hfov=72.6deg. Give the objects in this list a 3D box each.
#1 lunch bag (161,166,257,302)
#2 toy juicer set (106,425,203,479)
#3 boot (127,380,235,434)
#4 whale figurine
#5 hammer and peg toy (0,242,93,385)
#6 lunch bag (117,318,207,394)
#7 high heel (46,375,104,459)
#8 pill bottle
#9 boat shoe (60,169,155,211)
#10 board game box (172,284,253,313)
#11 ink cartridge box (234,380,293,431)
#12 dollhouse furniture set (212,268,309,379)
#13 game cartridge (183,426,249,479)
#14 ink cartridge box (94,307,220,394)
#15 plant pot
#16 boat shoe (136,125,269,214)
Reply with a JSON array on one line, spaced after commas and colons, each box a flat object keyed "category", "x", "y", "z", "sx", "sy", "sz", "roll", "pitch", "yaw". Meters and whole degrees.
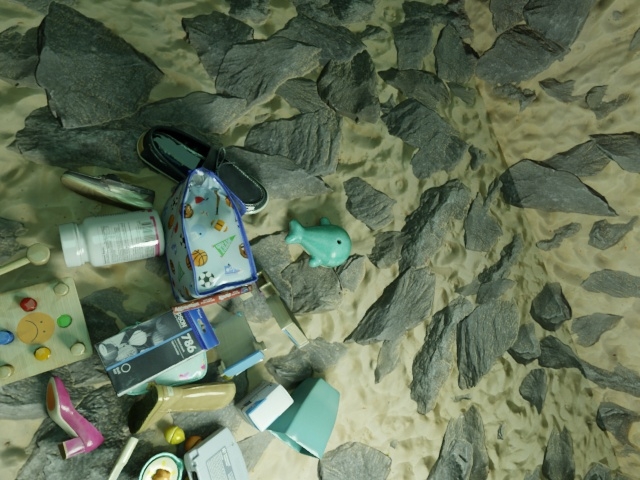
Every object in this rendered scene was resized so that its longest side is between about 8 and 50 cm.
[{"category": "lunch bag", "x": -0.384, "y": -0.013, "z": 1.426, "sx": 0.239, "sy": 0.328, "sz": 0.384, "roll": -14, "pitch": 85, "yaw": -33}, {"category": "toy juicer set", "x": -0.486, "y": 0.680, "z": 1.330, "sx": 0.329, "sy": 0.090, "sz": 0.209, "roll": 21, "pitch": 65, "yaw": -39}, {"category": "boot", "x": -0.445, "y": 0.537, "z": 1.405, "sx": 0.270, "sy": 0.236, "sz": 0.089, "roll": 16, "pitch": 40, "yaw": -45}, {"category": "whale figurine", "x": 0.000, "y": 0.000, "z": 1.721, "sx": 0.272, "sy": 0.141, "sz": 0.216, "roll": 23, "pitch": 71, "yaw": -20}, {"category": "hammer and peg toy", "x": -0.848, "y": 0.208, "z": 1.265, "sx": 0.266, "sy": 0.127, "sz": 0.360, "roll": -17, "pitch": 88, "yaw": -26}, {"category": "lunch bag", "x": -0.519, "y": 0.364, "z": 1.409, "sx": 0.280, "sy": 0.108, "sz": 0.223, "roll": -5, "pitch": 82, "yaw": -27}, {"category": "high heel", "x": -0.733, "y": 0.514, "z": 1.306, "sx": 0.117, "sy": 0.082, "sz": 0.243, "roll": -6, "pitch": 68, "yaw": -56}, {"category": "pill bottle", "x": -0.656, "y": -0.006, "z": 1.383, "sx": 0.284, "sy": 0.160, "sz": 0.160, "roll": -10, "pitch": 85, "yaw": -28}, {"category": "boat shoe", "x": -0.690, "y": -0.173, "z": 1.437, "sx": 0.286, "sy": 0.103, "sz": 0.092, "roll": 20, "pitch": 67, "yaw": -26}, {"category": "board game box", "x": -0.338, "y": 0.187, "z": 1.414, "sx": 0.145, "sy": 0.281, "sz": 0.027, "roll": -17, "pitch": 87, "yaw": 13}, {"category": "ink cartridge box", "x": -0.196, "y": 0.559, "z": 1.486, "sx": 0.140, "sy": 0.191, "sz": 0.082, "roll": -38, "pitch": 97, "yaw": -28}, {"category": "dollhouse furniture set", "x": -0.246, "y": 0.324, "z": 1.573, "sx": 0.304, "sy": 0.198, "sz": 0.286, "roll": -31, "pitch": 54, "yaw": -5}, {"category": "game cartridge", "x": -0.319, "y": 0.778, "z": 1.407, "sx": 0.198, "sy": 0.062, "sz": 0.296, "roll": -13, "pitch": 85, "yaw": -66}, {"category": "ink cartridge box", "x": -0.487, "y": 0.317, "z": 1.336, "sx": 0.333, "sy": 0.065, "sz": 0.165, "roll": -25, "pitch": 77, "yaw": -31}, {"category": "plant pot", "x": -0.042, "y": 0.623, "z": 1.571, "sx": 0.165, "sy": 0.166, "sz": 0.234, "roll": 42, "pitch": 59, "yaw": -14}, {"category": "boat shoe", "x": -0.404, "y": -0.247, "z": 1.561, "sx": 0.501, "sy": 0.156, "sz": 0.186, "roll": 30, "pitch": 67, "yaw": -20}]
